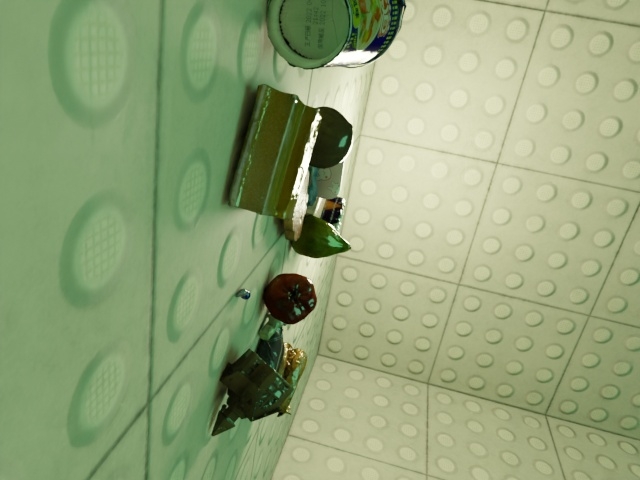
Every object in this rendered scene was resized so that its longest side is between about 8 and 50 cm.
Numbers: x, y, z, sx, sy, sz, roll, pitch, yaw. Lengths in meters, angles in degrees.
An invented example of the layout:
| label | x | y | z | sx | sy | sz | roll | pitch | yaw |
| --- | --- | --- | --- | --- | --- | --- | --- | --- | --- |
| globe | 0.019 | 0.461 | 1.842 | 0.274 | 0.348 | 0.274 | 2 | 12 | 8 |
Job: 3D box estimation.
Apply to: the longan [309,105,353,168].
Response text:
| label | x | y | z | sx | sy | sz | roll | pitch | yaw |
| --- | --- | --- | --- | --- | --- | --- | --- | --- | --- |
| longan | 0.008 | -0.322 | 1.551 | 0.220 | 0.197 | 0.196 | -79 | 178 | -59 |

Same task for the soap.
| label | x | y | z | sx | sy | sz | roll | pitch | yaw |
| --- | --- | --- | --- | --- | --- | --- | --- | --- | --- |
| soap | -0.107 | -0.198 | 1.173 | 0.259 | 0.143 | 0.280 | -12 | 120 | -79 |

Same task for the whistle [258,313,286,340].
| label | x | y | z | sx | sy | sz | roll | pitch | yaw |
| --- | --- | --- | --- | --- | --- | --- | --- | --- | --- |
| whistle | -0.142 | 0.274 | 1.841 | 0.258 | 0.126 | 0.067 | -48 | 155 | -47 |

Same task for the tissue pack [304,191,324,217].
| label | x | y | z | sx | sy | sz | roll | pitch | yaw |
| --- | --- | --- | --- | --- | --- | --- | --- | --- | --- |
| tissue pack | -0.005 | -0.225 | 2.110 | 0.170 | 0.071 | 0.325 | 88 | 18 | -71 |

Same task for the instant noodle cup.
| label | x | y | z | sx | sy | sz | roll | pitch | yaw |
| --- | --- | --- | --- | --- | --- | --- | --- | --- | --- |
| instant noodle cup | 0.028 | -0.526 | 1.166 | 0.312 | 0.285 | 0.284 | -51 | 155 | -55 |

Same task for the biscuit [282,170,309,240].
| label | x | y | z | sx | sy | sz | roll | pitch | yaw |
| --- | --- | --- | --- | --- | --- | --- | --- | --- | --- |
| biscuit | -0.085 | -0.132 | 1.735 | 0.376 | 0.051 | 0.269 | -45 | 145 | -82 |

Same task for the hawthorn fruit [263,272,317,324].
| label | x | y | z | sx | sy | sz | roll | pitch | yaw |
| --- | --- | --- | --- | --- | --- | --- | --- | --- | --- |
| hawthorn fruit | -0.108 | 0.197 | 1.735 | 0.202 | 0.185 | 0.185 | 161 | -56 | -78 |

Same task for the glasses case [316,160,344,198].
| label | x | y | z | sx | sy | sz | roll | pitch | yaw |
| --- | --- | --- | --- | --- | --- | --- | --- | --- | --- |
| glasses case | 0.038 | -0.312 | 2.006 | 0.075 | 0.113 | 0.296 | 115 | -17 | -77 |

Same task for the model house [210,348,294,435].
| label | x | y | z | sx | sy | sz | roll | pitch | yaw |
| --- | --- | --- | --- | --- | --- | --- | --- | --- | --- |
| model house | -0.236 | 0.451 | 1.426 | 0.248 | 0.181 | 0.176 | -48 | 120 | -17 |

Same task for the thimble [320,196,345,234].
| label | x | y | z | sx | sy | sz | roll | pitch | yaw |
| --- | --- | --- | --- | --- | --- | --- | --- | --- | --- |
| thimble | 0.028 | -0.104 | 2.278 | 0.237 | 0.150 | 0.237 | 13 | 90 | -84 |

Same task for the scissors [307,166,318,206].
| label | x | y | z | sx | sy | sz | roll | pitch | yaw |
| --- | --- | --- | --- | --- | --- | --- | --- | --- | --- |
| scissors | -0.029 | -0.258 | 1.938 | 0.125 | 0.030 | 0.255 | -177 | -84 | -71 |

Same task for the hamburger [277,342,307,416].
| label | x | y | z | sx | sy | sz | roll | pitch | yaw |
| --- | --- | --- | --- | --- | --- | --- | --- | --- | --- |
| hamburger | -0.154 | 0.562 | 2.010 | 0.318 | 0.158 | 0.318 | 14 | 90 | -88 |

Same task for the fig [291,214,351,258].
| label | x | y | z | sx | sy | sz | roll | pitch | yaw |
| --- | --- | --- | --- | --- | --- | --- | --- | --- | --- |
| fig | -0.013 | -0.009 | 1.988 | 0.167 | 0.234 | 0.166 | -24 | -121 | 49 |

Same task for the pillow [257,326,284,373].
| label | x | y | z | sx | sy | sz | roll | pitch | yaw |
| --- | --- | --- | --- | --- | --- | --- | --- | --- | --- |
| pillow | -0.198 | 0.458 | 1.798 | 0.161 | 0.093 | 0.334 | 91 | 13 | -48 |

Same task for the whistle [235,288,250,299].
| label | x | y | z | sx | sy | sz | roll | pitch | yaw |
| --- | --- | --- | --- | --- | --- | --- | --- | --- | --- |
| whistle | -0.213 | 0.151 | 1.385 | 0.033 | 0.029 | 0.083 | -39 | 163 | -2 |
